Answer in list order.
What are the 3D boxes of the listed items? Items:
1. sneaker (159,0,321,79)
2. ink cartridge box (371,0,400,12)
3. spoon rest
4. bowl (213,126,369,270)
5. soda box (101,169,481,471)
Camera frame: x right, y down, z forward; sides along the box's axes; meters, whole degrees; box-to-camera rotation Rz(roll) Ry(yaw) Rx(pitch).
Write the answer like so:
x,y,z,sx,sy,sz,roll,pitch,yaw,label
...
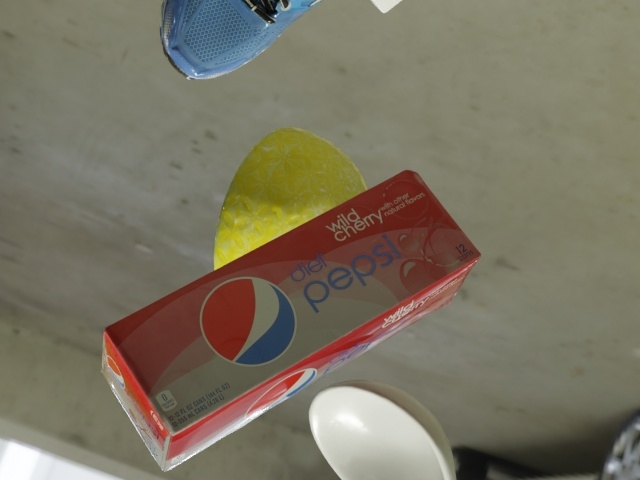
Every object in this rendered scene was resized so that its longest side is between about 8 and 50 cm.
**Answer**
x,y,z,sx,sy,sz,roll,pitch,yaw,label
-0.021,-0.272,1.063,0.130,0.330,0.147,42,-170,-18,sneaker
0.031,-0.413,1.476,0.172,0.100,0.237,55,-170,27,ink cartridge box
0.097,0.225,1.010,0.276,0.084,0.137,45,140,-7,spoon rest
0.000,0.000,1.622,0.156,0.290,0.289,15,164,30,bowl
-0.019,0.052,0.842,0.092,0.263,0.083,54,156,17,soda box
